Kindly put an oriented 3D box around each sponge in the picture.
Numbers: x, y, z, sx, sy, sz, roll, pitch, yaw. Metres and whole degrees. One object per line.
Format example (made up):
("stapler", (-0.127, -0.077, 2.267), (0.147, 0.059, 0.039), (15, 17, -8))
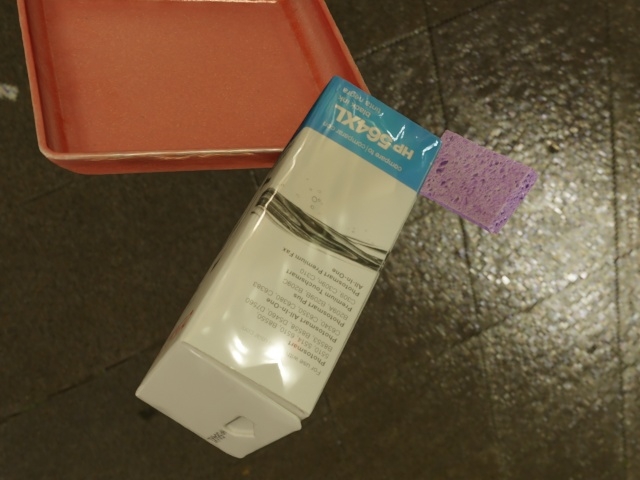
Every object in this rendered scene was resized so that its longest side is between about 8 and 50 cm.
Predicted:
("sponge", (0.243, -0.097, 1.530), (0.031, 0.210, 0.117), (39, 88, -39))

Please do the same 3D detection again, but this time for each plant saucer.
("plant saucer", (-0.104, -0.142, 0.762), (0.259, 0.258, 0.047), (-4, 139, -20))

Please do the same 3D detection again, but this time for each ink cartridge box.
("ink cartridge box", (-0.022, 0.021, 0.601), (0.086, 0.148, 0.203), (32, 61, -6))
